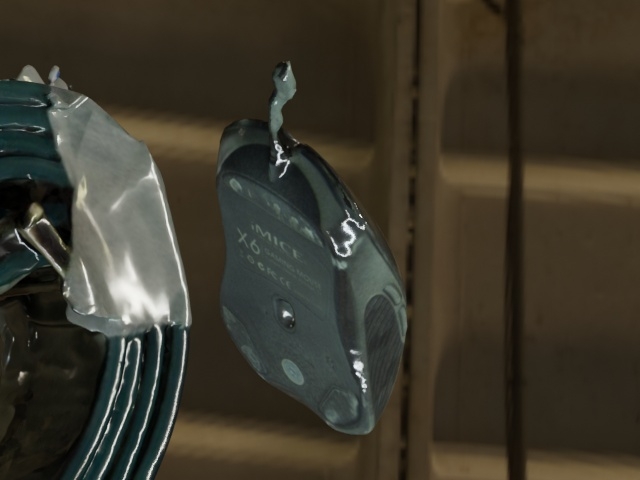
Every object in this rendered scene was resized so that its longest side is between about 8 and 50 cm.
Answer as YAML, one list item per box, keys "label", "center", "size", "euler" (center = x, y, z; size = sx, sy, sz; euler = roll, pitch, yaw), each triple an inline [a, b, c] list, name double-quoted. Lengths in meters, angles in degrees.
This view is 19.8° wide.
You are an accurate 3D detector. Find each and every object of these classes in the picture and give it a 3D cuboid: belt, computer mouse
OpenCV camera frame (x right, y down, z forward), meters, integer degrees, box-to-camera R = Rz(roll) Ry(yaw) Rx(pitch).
- label: "belt"
  center: [-0.256, 0.099, 1.090]
  size: [0.173, 0.300, 0.436]
  euler: [-2, -134, 51]
- label: "computer mouse"
  center: [0.000, 0.000, 1.351]
  size: [0.167, 0.379, 0.090]
  euler: [34, -122, 29]

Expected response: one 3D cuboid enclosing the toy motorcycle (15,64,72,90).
- label: "toy motorcycle"
  center: [-0.289, -0.102, 1.491]
  size: [0.221, 0.150, 0.102]
  euler: [22, -120, 1]
